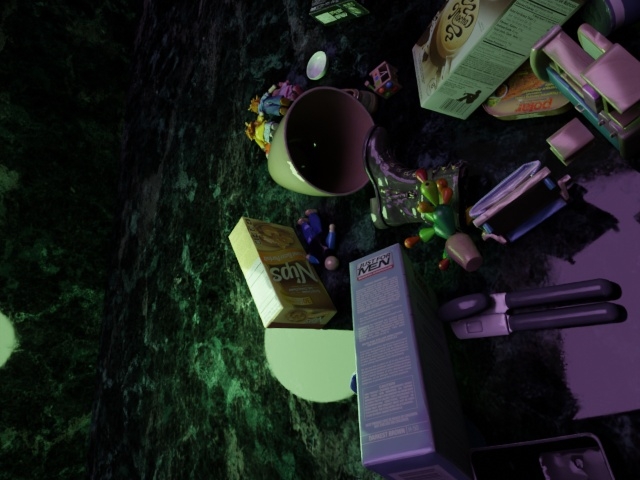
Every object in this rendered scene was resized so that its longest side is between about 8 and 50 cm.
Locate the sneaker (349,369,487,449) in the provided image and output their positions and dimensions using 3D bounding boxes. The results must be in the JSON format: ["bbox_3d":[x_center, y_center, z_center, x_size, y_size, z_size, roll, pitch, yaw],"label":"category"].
[{"bbox_3d":[0.173,0.348,0.855,0.296,0.131,0.112,27,99,45],"label":"sneaker"}]

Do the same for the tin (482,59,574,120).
[{"bbox_3d":[0.399,-0.284,0.833,0.189,0.040,0.106,9,83,48],"label":"tin"}]

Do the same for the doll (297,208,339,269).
[{"bbox_3d":[0.000,0.000,1.181,0.129,0.046,0.189,-48,50,30],"label":"doll"}]

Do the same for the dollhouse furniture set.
[{"bbox_3d":[0.304,-0.149,0.693,0.303,0.286,0.198,-42,64,25],"label":"dollhouse furniture set"}]

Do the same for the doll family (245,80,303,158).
[{"bbox_3d":[-0.166,-0.394,1.395,0.163,0.118,0.263,17,93,47],"label":"doll family"}]

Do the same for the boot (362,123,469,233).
[{"bbox_3d":[0.212,-0.140,0.955,0.229,0.091,0.263,-5,95,46],"label":"boot"}]

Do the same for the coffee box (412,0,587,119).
[{"bbox_3d":[0.304,-0.392,0.814,0.297,0.118,0.168,132,141,-57],"label":"coffee box"}]

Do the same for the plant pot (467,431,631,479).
[{"bbox_3d":[0.356,0.373,0.628,0.187,0.167,0.188,-31,60,38],"label":"plant pot"}]

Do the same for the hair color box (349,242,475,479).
[{"bbox_3d":[0.149,0.209,0.767,0.113,0.185,0.375,-23,41,23],"label":"hair color box"}]

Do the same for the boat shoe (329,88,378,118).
[{"bbox_3d":[0.025,-0.363,1.206,0.285,0.089,0.105,-1,81,47],"label":"boat shoe"}]

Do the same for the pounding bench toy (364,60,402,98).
[{"bbox_3d":[0.152,-0.388,1.105,0.083,0.052,0.065,-29,61,39],"label":"pounding bench toy"}]

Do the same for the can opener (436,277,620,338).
[{"bbox_3d":[0.337,0.120,0.758,0.283,0.095,0.076,-19,68,43],"label":"can opener"}]

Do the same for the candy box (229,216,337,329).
[{"bbox_3d":[-0.105,0.085,1.172,0.087,0.182,0.316,-52,48,26],"label":"candy box"}]

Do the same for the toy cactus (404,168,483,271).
[{"bbox_3d":[0.228,-0.011,0.817,0.112,0.219,0.180,-19,39,-4],"label":"toy cactus"}]

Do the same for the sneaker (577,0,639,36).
[{"bbox_3d":[0.487,-0.492,0.758,0.131,0.112,0.319,-21,64,20],"label":"sneaker"}]

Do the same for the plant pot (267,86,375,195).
[{"bbox_3d":[-0.029,-0.220,1.146,0.274,0.256,0.257,-10,73,62],"label":"plant pot"}]

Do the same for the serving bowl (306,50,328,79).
[{"bbox_3d":[-0.003,-0.518,1.319,0.083,0.027,0.083,-14,71,45],"label":"serving bowl"}]

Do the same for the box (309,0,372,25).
[{"bbox_3d":[0.067,-0.712,1.253,0.180,0.077,0.147,11,89,47],"label":"box"}]
